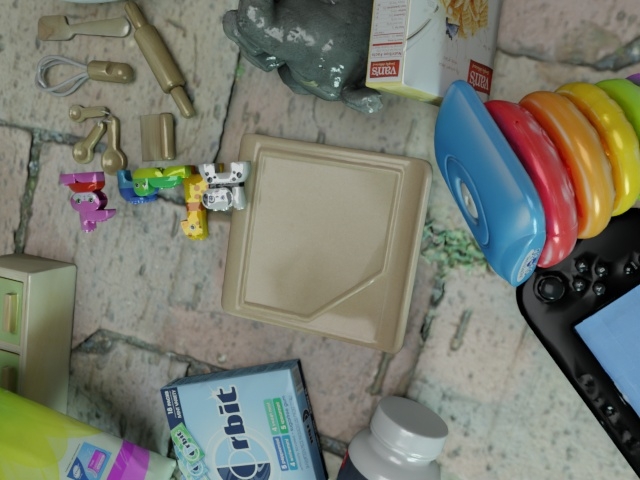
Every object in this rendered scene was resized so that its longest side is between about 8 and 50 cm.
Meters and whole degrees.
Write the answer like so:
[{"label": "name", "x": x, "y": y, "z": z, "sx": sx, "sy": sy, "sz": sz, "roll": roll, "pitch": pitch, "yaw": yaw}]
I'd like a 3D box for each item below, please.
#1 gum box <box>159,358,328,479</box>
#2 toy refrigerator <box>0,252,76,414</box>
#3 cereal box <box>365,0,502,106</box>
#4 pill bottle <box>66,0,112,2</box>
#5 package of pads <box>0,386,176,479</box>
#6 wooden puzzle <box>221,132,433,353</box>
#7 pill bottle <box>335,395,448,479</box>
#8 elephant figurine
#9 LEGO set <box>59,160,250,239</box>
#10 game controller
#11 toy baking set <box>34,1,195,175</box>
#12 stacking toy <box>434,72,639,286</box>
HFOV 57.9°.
[{"label": "gum box", "x": -0.098, "y": 0.242, "z": 0.727, "sx": 0.184, "sy": 0.041, "sz": 0.157, "roll": -12, "pitch": 93, "yaw": 19}, {"label": "toy refrigerator", "x": -0.413, "y": 0.161, "z": 0.788, "sx": 0.102, "sy": 0.094, "sz": 0.269, "roll": 11, "pitch": 98, "yaw": 16}, {"label": "cereal box", "x": 0.118, "y": -0.250, "z": 0.539, "sx": 0.047, "sy": 0.173, "sz": 0.240, "roll": 11, "pitch": 100, "yaw": 39}, {"label": "pill bottle", "x": -0.286, "y": -0.448, "z": 0.636, "sx": 0.181, "sy": 0.181, "sz": 0.323, "roll": 1, "pitch": 96, "yaw": 17}, {"label": "package of pads", "x": -0.352, "y": 0.315, "z": 0.665, "sx": 0.296, "sy": 0.229, "sz": 0.101, "roll": 30, "pitch": 145, "yaw": -15}, {"label": "wooden puzzle", "x": 0.000, "y": 0.000, "z": 0.675, "sx": 0.238, "sy": 0.044, "sz": 0.221, "roll": 12, "pitch": 100, "yaw": 20}, {"label": "pill bottle", "x": 0.072, "y": 0.272, "z": 0.644, "sx": 0.108, "sy": 0.108, "sz": 0.180, "roll": 22, "pitch": 101, "yaw": 14}, {"label": "elephant figurine", "x": 0.021, "y": -0.274, "z": 0.587, "sx": 0.186, "sy": 0.169, "sz": 0.239, "roll": 34, "pitch": 89, "yaw": -18}, {"label": "LEGO set", "x": -0.183, "y": -0.043, "z": 0.703, "sx": 0.227, "sy": 0.087, "sz": 0.093, "roll": -3, "pitch": 98, "yaw": 11}, {"label": "game controller", "x": 0.341, "y": 0.127, "z": 0.568, "sx": 0.166, "sy": 0.067, "sz": 0.319, "roll": -37, "pitch": 85, "yaw": 17}, {"label": "toy baking set", "x": -0.273, "y": -0.202, "z": 0.738, "sx": 0.196, "sy": 0.030, "sz": 0.256, "roll": -25, "pitch": 88, "yaw": 18}, {"label": "stacking toy", "x": 0.274, "y": -0.092, "z": 0.533, "sx": 0.302, "sy": 0.175, "sz": 0.166, "roll": -22, "pitch": 64, "yaw": 1}]
